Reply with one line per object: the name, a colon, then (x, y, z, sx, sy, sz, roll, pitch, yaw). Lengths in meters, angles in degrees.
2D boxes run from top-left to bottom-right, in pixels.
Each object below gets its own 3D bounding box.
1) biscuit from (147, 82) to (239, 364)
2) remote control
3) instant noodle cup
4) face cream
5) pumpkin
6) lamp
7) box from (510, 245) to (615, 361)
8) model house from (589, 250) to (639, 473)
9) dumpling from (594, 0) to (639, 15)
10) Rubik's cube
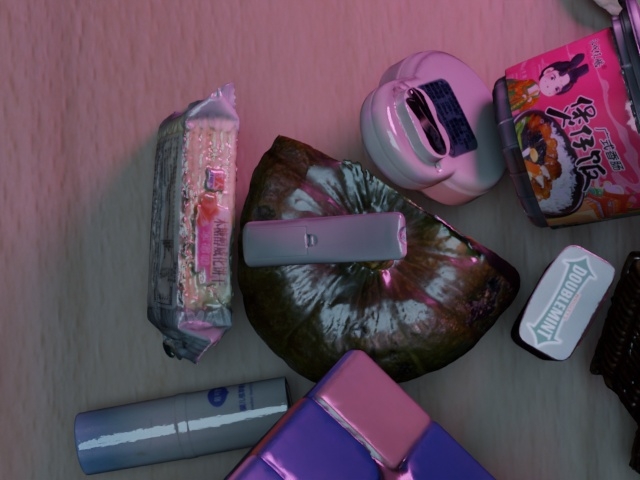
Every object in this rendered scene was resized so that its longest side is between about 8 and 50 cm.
biscuit: (-0.149, -0.016, 1.507, 0.079, 0.186, 0.309, 2, 87, -20)
remote control: (0.000, 0.000, 1.364, 0.184, 0.027, 0.050, -4, 90, 24)
instant noodle cup: (0.299, -0.118, 1.466, 0.181, 0.302, 0.258, -16, 124, 16)
face cream: (-0.157, 0.217, 1.542, 0.250, 0.077, 0.077, -11, 87, 2)
pumpkin: (0.039, 0.049, 1.461, 0.325, 0.242, 0.232, 27, 80, 8)
lamp: (0.118, -0.119, 1.481, 0.108, 0.246, 0.179, -32, 83, 33)
box: (0.263, 0.073, 1.453, 0.069, 0.224, 0.120, 30, 90, 8)
model house: (0.447, 0.149, 1.471, 0.282, 0.297, 0.317, 14, 126, 13)
dumpling: (0.441, -0.370, 1.518, 0.227, 0.243, 0.175, 38, 50, -13)
Rubik's cube: (0.000, 0.387, 1.335, 0.347, 0.346, 0.344, 44, 125, 2)
